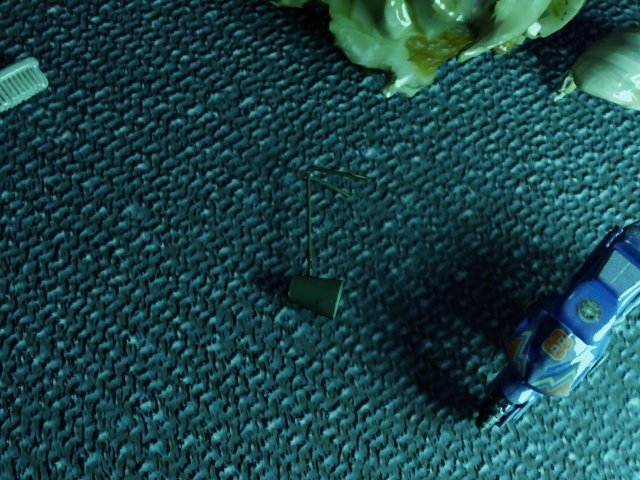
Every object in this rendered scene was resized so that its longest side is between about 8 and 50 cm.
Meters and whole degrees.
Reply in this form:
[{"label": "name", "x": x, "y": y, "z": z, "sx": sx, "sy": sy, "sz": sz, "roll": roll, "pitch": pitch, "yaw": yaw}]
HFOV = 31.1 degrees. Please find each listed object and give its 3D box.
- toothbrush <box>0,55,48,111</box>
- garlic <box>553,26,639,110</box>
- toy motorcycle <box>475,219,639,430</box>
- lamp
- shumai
[{"label": "toothbrush", "x": -0.343, "y": -0.061, "z": 0.879, "sx": 0.307, "sy": 0.025, "sz": 0.029, "roll": -34, "pitch": 84, "yaw": -24}, {"label": "garlic", "x": 0.272, "y": -0.150, "z": 1.020, "sx": 0.094, "sy": 0.074, "sz": 0.113, "roll": 31, "pitch": 47, "yaw": 14}, {"label": "toy motorcycle", "x": 0.192, "y": 0.065, "z": 0.880, "sx": 0.076, "sy": 0.114, "sz": 0.205, "roll": 43, "pitch": 65, "yaw": 10}, {"label": "lamp", "x": -0.001, "y": 0.001, "z": 0.917, "sx": 0.054, "sy": 0.041, "sz": 0.121, "roll": 14, "pitch": 67, "yaw": 5}, {"label": "shumai", "x": 0.089, "y": -0.263, "z": 0.973, "sx": 0.262, "sy": 0.314, "sz": 0.267, "roll": 39, "pitch": 96, "yaw": -29}]
